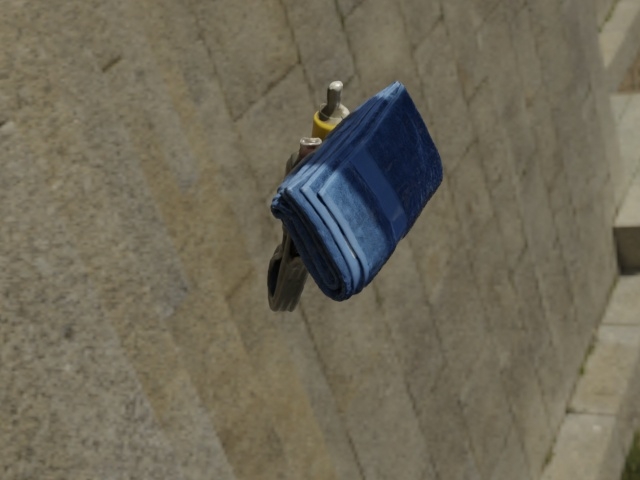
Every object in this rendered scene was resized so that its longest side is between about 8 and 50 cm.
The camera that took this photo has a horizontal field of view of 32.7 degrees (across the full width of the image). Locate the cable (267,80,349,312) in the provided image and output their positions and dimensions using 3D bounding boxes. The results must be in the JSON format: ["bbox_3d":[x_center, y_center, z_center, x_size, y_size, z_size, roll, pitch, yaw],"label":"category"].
[{"bbox_3d":[0.000,0.000,0.983,0.287,0.072,0.140,100,-18,-54],"label":"cable"}]

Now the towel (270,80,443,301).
[{"bbox_3d":[0.024,-0.026,0.542,0.067,0.029,0.119,59,40,-17],"label":"towel"}]
